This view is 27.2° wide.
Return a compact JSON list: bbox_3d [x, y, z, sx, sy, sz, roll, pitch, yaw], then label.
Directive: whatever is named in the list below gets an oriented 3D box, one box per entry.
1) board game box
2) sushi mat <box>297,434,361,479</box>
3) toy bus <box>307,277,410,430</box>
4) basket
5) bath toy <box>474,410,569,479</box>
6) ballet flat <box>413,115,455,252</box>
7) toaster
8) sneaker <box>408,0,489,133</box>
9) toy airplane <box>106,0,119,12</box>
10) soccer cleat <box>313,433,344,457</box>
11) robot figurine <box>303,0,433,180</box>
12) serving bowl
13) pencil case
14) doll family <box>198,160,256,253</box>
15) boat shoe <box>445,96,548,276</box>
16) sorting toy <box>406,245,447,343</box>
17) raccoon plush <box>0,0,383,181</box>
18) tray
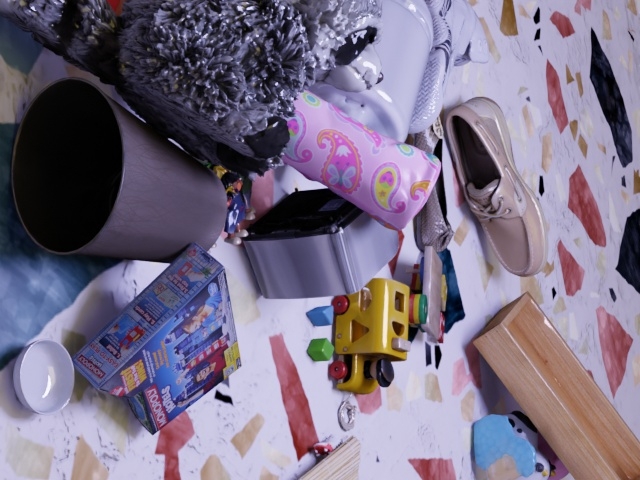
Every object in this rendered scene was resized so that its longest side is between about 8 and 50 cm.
[{"bbox_3d":[-0.191,0.131,1.551,0.194,0.060,0.194,-36,145,-25],"label":"board game box"},{"bbox_3d":[-0.025,0.400,1.833,0.316,0.019,0.151,-29,123,-55],"label":"sushi mat"},{"bbox_3d":[0.082,0.153,1.989,0.191,0.104,0.202,-52,127,-47],"label":"toy bus"},{"bbox_3d":[-0.220,-0.059,1.520,0.227,0.154,0.204,24,50,-58],"label":"basket"},{"bbox_3d":[0.408,0.386,2.434,0.348,0.129,0.151,9,77,-57],"label":"bath toy"},{"bbox_3d":[0.194,-0.102,2.221,0.084,0.058,0.250,-18,108,-61],"label":"ballet flat"},{"bbox_3d":[0.000,0.000,1.829,0.186,0.168,0.110,-42,120,-53],"label":"toaster"},{"bbox_3d":[0.191,-0.303,2.189,0.210,0.137,0.366,40,43,-46],"label":"sneaker"},{"bbox_3d":[-0.255,-0.260,1.607,0.151,0.028,0.151,19,68,-55],"label":"toy airplane"},{"bbox_3d":[0.013,0.298,1.928,0.083,0.029,0.035,30,51,-55],"label":"soccer cleat"},{"bbox_3d":[0.050,-0.253,1.922,0.300,0.200,0.353,61,38,-47],"label":"robot figurine"},{"bbox_3d":[-0.308,0.150,1.451,0.083,0.027,0.083,17,70,-55],"label":"serving bowl"},{"bbox_3d":[0.014,-0.124,1.723,0.284,0.124,0.124,30,50,-5],"label":"pencil case"},{"bbox_3d":[-0.128,-0.062,1.704,0.193,0.076,0.111,-80,172,-65],"label":"doll family"},{"bbox_3d":[0.305,-0.084,2.380,0.110,0.122,0.341,-28,98,-51],"label":"boat shoe"},{"bbox_3d":[0.167,0.088,2.163,0.274,0.046,0.132,45,47,-72],"label":"sorting toy"},{"bbox_3d":[-0.119,-0.282,1.503,0.446,0.216,0.299,37,76,-31],"label":"raccoon plush"},{"bbox_3d":[0.445,0.301,2.382,0.411,0.076,0.203,54,26,1],"label":"tray"}]
